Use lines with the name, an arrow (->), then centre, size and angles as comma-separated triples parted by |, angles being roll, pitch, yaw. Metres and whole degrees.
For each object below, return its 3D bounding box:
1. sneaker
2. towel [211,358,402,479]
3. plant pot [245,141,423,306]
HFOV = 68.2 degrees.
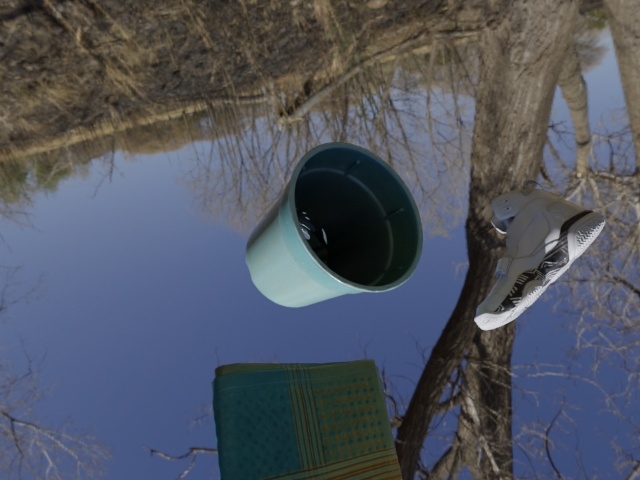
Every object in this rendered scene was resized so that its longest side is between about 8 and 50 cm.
sneaker -> 0.445, 0.026, 1.091 | 0.366, 0.137, 0.210 | -44, -117, -1
towel -> 0.006, 0.329, 0.564 | 0.272, 0.369, 0.040 | 11, 146, -37
plant pot -> 0.000, 0.000, 1.119 | 0.341, 0.340, 0.334 | -30, 178, -39
